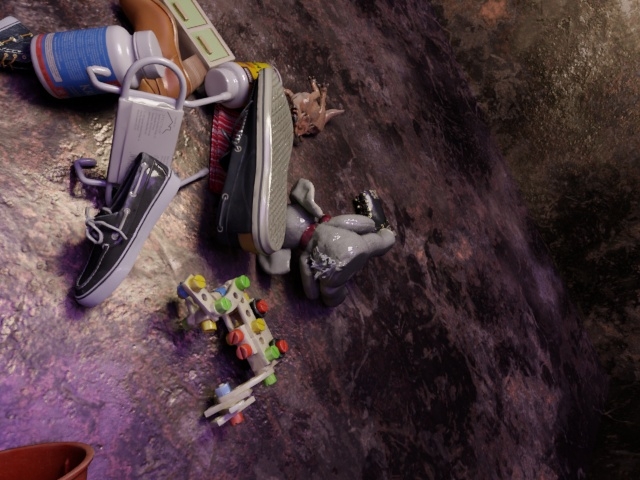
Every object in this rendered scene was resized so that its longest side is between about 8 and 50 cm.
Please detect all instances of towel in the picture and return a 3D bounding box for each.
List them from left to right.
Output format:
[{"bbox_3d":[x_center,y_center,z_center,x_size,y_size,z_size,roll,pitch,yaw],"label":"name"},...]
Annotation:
[{"bbox_3d":[-0.205,-0.228,1.154,0.199,0.031,0.274,14,64,-38],"label":"towel"}]

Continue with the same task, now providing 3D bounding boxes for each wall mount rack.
[{"bbox_3d":[-0.334,-0.219,0.892,0.304,0.350,0.130,-1,39,-40],"label":"wall mount rack"}]

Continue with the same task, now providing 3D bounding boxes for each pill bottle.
[{"bbox_3d":[-0.444,-0.366,0.860,0.222,0.124,0.124,-9,76,-3],"label":"pill bottle"},{"bbox_3d":[-0.209,-0.424,1.150,0.215,0.117,0.117,-33,96,-53],"label":"pill bottle"}]

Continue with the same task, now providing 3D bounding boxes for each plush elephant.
[{"bbox_3d":[-0.012,0.001,1.094,0.255,0.272,0.330,44,12,23],"label":"plush elephant"}]

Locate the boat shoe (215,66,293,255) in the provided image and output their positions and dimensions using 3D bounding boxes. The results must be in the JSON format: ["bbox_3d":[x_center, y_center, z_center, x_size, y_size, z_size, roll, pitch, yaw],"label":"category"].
[{"bbox_3d":[-0.163,-0.205,1.026,0.187,0.156,0.500,50,40,-66],"label":"boat shoe"}]

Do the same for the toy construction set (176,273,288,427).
[{"bbox_3d":[-0.186,0.218,0.905,0.215,0.151,0.327,-13,89,-68],"label":"toy construction set"}]

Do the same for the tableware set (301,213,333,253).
[{"bbox_3d":[0.000,0.000,1.249,0.141,0.020,0.168,7,72,-34],"label":"tableware set"}]

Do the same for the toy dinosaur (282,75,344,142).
[{"bbox_3d":[-0.039,-0.384,1.309,0.296,0.127,0.200,3,78,-54],"label":"toy dinosaur"}]

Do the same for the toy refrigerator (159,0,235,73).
[{"bbox_3d":[-0.355,-0.565,1.113,0.269,0.094,0.102,56,46,-10],"label":"toy refrigerator"}]

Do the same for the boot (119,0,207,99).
[{"bbox_3d":[-0.432,-0.448,1.006,0.283,0.109,0.220,55,50,-20],"label":"boot"}]

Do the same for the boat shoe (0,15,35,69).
[{"bbox_3d":[-0.617,-0.358,0.816,0.083,0.065,0.183,38,51,-22],"label":"boat shoe"}]

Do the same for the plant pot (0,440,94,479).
[{"bbox_3d":[-0.434,0.444,0.537,0.272,0.272,0.265,-2,83,-42],"label":"plant pot"}]

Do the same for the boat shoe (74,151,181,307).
[{"bbox_3d":[-0.387,-0.026,0.795,0.105,0.113,0.306,39,78,-43],"label":"boat shoe"}]

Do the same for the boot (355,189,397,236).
[{"bbox_3d":[0.144,-0.068,1.362,0.236,0.085,0.178,-13,79,-50],"label":"boot"}]
